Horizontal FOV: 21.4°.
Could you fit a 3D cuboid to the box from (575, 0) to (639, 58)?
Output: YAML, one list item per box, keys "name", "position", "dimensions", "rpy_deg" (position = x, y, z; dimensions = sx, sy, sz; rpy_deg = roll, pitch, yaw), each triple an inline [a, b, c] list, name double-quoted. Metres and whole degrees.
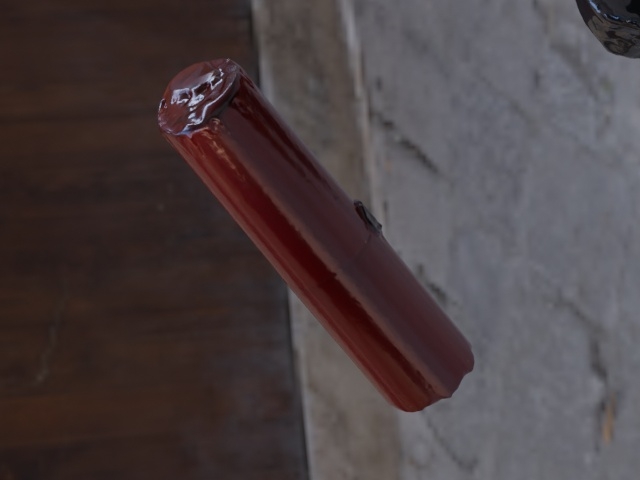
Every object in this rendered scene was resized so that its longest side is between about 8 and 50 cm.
- name: "box"
  position: [0.319, -0.320, 1.213]
  dimensions: [0.091, 0.359, 0.350]
  rpy_deg: [102, 156, -76]

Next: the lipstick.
- name: "lipstick"
  position: [0.000, 0.001, 1.078]
  dimensions: [0.279, 0.073, 0.073]
  rpy_deg: [50, -173, -32]
